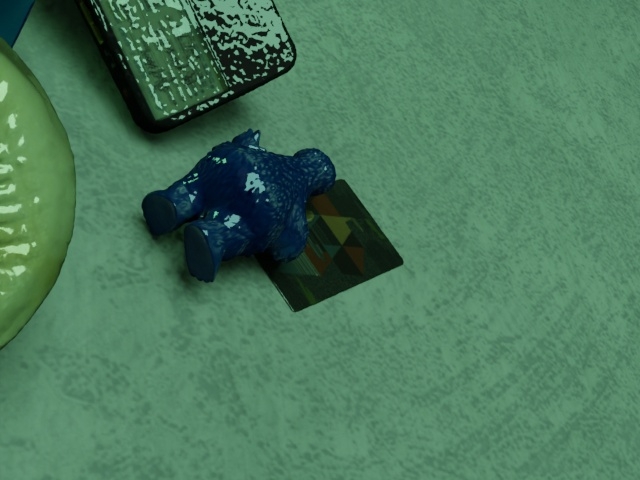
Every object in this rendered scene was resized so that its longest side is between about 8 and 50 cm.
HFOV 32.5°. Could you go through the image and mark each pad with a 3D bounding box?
[{"bbox_3d":[0.000,0.000,1.332,0.211,0.003,0.143,-22,72,-46],"label":"pad"}]

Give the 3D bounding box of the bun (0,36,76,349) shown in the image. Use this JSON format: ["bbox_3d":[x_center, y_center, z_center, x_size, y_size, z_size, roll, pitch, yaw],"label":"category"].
[{"bbox_3d":[-0.396,-0.043,0.899,0.364,0.202,0.364,2,87,-36],"label":"bun"}]

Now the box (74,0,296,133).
[{"bbox_3d":[-0.187,-0.316,1.272,0.211,0.058,0.350,-28,100,-20],"label":"box"}]

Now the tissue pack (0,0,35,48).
[{"bbox_3d":[-0.376,-0.296,1.088,0.209,0.270,0.137,-2,56,-41],"label":"tissue pack"}]

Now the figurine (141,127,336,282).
[{"bbox_3d":[-0.069,-0.054,1.230,0.164,0.121,0.262,41,41,4],"label":"figurine"}]
